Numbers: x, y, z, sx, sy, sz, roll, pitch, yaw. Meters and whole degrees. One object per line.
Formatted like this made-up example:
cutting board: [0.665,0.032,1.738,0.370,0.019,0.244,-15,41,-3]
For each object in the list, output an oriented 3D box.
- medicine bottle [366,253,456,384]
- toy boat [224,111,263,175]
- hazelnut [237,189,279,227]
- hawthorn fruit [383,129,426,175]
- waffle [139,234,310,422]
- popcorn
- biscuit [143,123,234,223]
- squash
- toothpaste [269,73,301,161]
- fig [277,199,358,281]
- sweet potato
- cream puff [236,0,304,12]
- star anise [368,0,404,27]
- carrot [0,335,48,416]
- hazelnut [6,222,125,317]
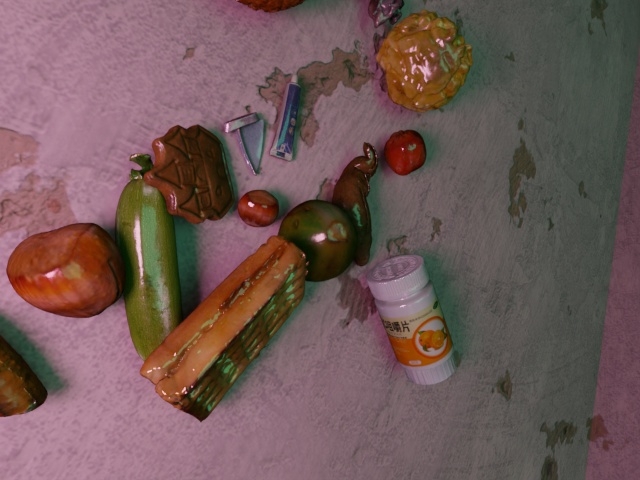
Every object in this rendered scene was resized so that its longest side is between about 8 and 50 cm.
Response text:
medicine bottle: [0.243,0.210,1.081,0.158,0.158,0.318,-33,109,-32]
toy boat: [-0.148,-0.203,0.878,0.096,0.034,0.122,-33,117,-32]
hazelnut: [-0.129,-0.066,0.862,0.086,0.086,0.086,0,90,-37]
hawthorn fruit: [0.225,-0.233,1.096,0.128,0.128,0.128,0,90,-37]
waffle: [-0.153,0.158,0.754,0.098,0.224,0.327,34,63,14]
popcorn: [0.275,-0.466,1.087,0.249,0.249,0.225,64,28,-18]
biscuit: [-0.229,-0.119,0.746,0.215,0.034,0.182,-30,109,-66]
squash: [-0.298,0.039,0.718,0.101,0.101,0.378,-6,96,-36]
toothpaste: [-0.073,-0.278,0.926,0.057,0.035,0.197,12,86,-30]
fig: [0.000,0.000,0.887,0.181,0.191,0.181,3,81,-19]
sweet potato: [0.083,-0.084,1.005,0.124,0.098,0.310,-3,95,-44]
cream puff: [-0.107,-0.603,0.797,0.303,0.212,0.303,-5,100,-31]
star anise: [0.159,-0.661,1.054,0.198,0.110,0.257,42,60,-28]
carrot: [-0.481,0.184,0.593,0.082,0.082,0.173,-37,111,-31]
hazelnut: [-0.381,0.048,0.636,0.150,0.150,0.150,0,90,-37]
